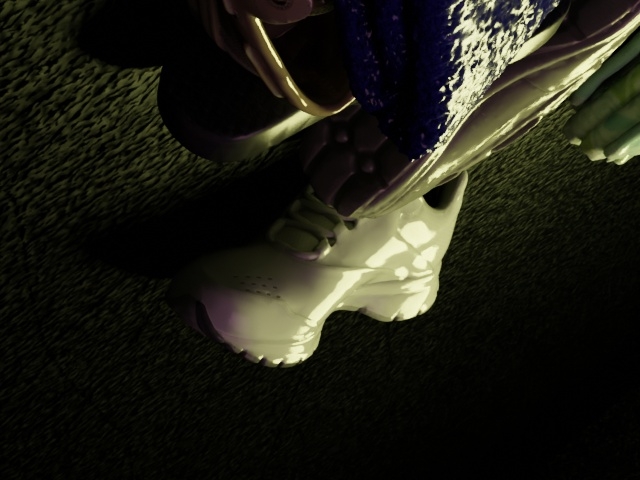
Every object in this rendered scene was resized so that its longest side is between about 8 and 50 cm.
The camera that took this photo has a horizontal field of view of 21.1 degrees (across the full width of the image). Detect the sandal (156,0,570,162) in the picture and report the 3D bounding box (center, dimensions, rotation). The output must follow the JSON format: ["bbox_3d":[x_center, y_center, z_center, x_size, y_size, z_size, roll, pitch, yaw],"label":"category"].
[{"bbox_3d":[0.022,-0.112,0.977,0.254,0.097,0.054,-20,156,-20],"label":"sandal"}]

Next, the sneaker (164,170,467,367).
[{"bbox_3d":[0.000,0.000,1.227,0.297,0.111,0.129,-21,140,-53],"label":"sneaker"}]

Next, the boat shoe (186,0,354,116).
[{"bbox_3d":[-0.012,-0.151,0.783,0.109,0.098,0.302,-35,162,-13],"label":"boat shoe"}]

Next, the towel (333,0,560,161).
[{"bbox_3d":[0.120,-0.200,0.774,0.308,0.076,0.227,-50,153,-20],"label":"towel"}]

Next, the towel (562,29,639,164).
[{"bbox_3d":[0.412,-0.199,1.450,0.320,0.090,0.374,-11,158,-49],"label":"towel"}]

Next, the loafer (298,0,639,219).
[{"bbox_3d":[0.121,-0.131,1.102,0.319,0.112,0.111,-37,169,23],"label":"loafer"}]
